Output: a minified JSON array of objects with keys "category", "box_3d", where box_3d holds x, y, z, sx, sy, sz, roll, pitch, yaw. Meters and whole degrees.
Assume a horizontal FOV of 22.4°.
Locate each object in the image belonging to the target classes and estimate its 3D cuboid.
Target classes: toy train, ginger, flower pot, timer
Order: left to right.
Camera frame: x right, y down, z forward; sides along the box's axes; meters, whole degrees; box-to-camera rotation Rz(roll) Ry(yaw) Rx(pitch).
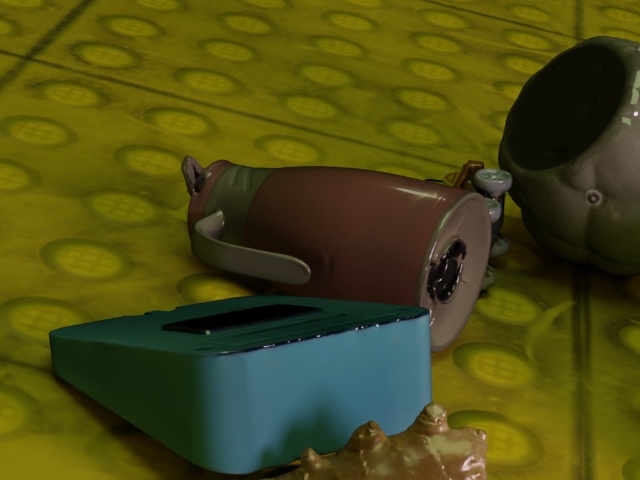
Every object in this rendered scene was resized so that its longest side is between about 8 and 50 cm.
[{"category":"timer","box_3d":[-0.063,0.099,1.274,0.232,0.091,0.250,-9,11,-38]},{"category":"ginger","box_3d":[0.046,0.176,1.128,0.205,0.115,0.081,7,41,-6]},{"category":"toy train","box_3d":[0.122,-0.016,1.612,0.127,0.089,0.219,8,24,13]},{"category":"flower pot","box_3d":[0.311,-0.084,1.673,0.195,0.246,0.246,38,12,-30]}]

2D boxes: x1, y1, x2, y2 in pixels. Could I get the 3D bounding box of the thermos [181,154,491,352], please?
[{"category":"thermos","box_3d":[0.000,0.000,1.459,0.265,0.146,0.176,15,22,24]}]
